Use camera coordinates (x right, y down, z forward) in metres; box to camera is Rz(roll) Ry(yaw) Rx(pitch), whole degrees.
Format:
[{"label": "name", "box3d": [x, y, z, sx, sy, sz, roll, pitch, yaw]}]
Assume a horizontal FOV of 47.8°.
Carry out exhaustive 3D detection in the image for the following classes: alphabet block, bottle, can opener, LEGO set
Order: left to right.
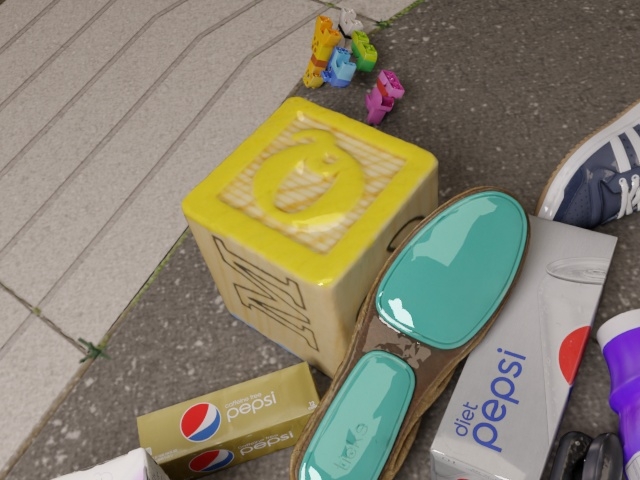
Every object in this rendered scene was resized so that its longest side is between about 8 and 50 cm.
[{"label": "alphabet block", "box3d": [0.000, 0.000, 0.770, 0.194, 0.197, 0.192, 26, 62, 26]}, {"label": "LEGO set", "box3d": [0.027, -0.245, 1.033, 0.087, 0.093, 0.227, 6, 41, -25]}, {"label": "can opener", "box3d": [0.214, 0.254, 0.628, 0.059, 0.073, 0.186, 17, 69, 21]}, {"label": "bottle", "box3d": [0.326, 0.192, 0.629, 0.118, 0.092, 0.282, -8, 52, -2]}]

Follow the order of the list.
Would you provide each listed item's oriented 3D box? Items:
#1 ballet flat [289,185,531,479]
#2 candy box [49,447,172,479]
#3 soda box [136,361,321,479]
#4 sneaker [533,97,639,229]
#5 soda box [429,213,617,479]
[{"label": "ballet flat", "box3d": [0.084, 0.105, 0.693, 0.116, 0.124, 0.342, 28, 81, 9]}, {"label": "candy box", "box3d": [-0.189, 0.264, 0.603, 0.165, 0.196, 0.070, -18, 52, -3]}, {"label": "soda box", "box3d": [-0.086, 0.186, 0.729, 0.181, 0.061, 0.058, -18, 51, -4]}, {"label": "sneaker", "box3d": [0.376, -0.066, 0.815, 0.282, 0.099, 0.153, -38, 54, -21]}, {"label": "soda box", "box3d": [0.204, 0.114, 0.712, 0.098, 0.091, 0.286, 18, 58, 22]}]
